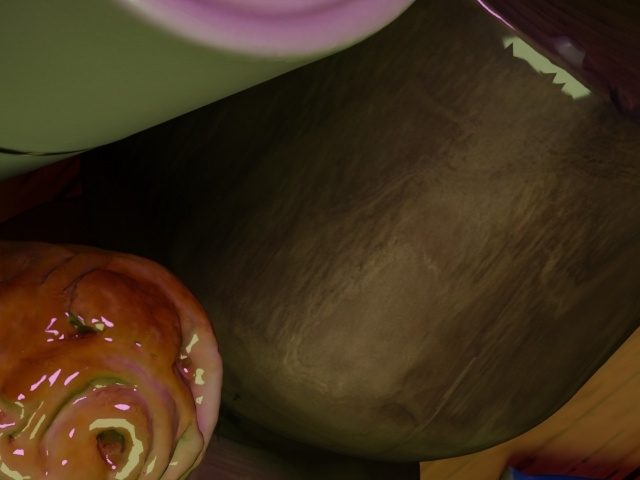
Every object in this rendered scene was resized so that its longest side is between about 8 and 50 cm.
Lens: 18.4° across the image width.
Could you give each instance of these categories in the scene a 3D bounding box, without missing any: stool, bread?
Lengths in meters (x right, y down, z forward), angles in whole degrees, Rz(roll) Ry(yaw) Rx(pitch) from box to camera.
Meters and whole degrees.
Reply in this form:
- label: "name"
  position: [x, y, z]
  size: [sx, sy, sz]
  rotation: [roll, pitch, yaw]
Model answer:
- label: "stool"
  position: [0.000, 0.000, 0.605]
  size: [0.179, 0.179, 0.264]
  rotation: [27, 122, -19]
- label: "bread"
  position: [-0.152, 0.031, 0.571]
  size: [0.084, 0.077, 0.367]
  rotation: [17, 170, -38]

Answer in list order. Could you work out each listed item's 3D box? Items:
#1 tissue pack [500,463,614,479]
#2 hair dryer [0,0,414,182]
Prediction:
- label: "tissue pack"
  position: [0.188, 0.209, 0.751]
  size: [0.263, 0.198, 0.146]
  rotation: [8, 129, -6]
- label: "hair dryer"
  position: [-0.118, -0.190, 0.453]
  size: [0.203, 0.128, 0.362]
  rotation: [-14, 101, 54]
